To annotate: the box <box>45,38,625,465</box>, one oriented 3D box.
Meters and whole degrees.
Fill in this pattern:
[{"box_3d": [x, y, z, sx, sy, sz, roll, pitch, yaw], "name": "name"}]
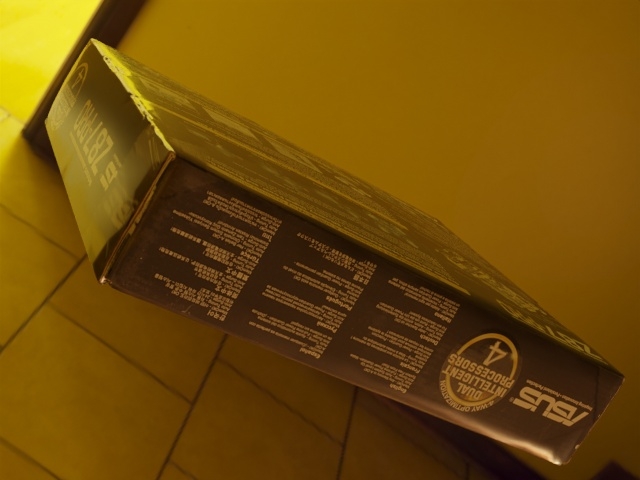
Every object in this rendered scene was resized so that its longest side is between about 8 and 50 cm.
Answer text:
[{"box_3d": [0.000, 0.000, 0.698, 0.395, 0.097, 0.318, 26, 10, -30], "name": "box"}]
